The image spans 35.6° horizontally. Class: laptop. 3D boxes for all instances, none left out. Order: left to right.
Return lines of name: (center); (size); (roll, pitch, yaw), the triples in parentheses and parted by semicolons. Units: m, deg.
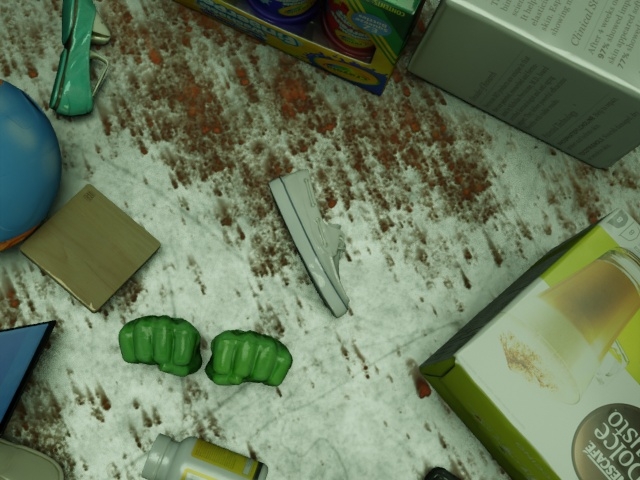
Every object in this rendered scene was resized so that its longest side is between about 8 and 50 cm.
laptop: (-0.580, 0.180, 1.506); (0.264, 0.136, 0.234); (29, 41, -15)

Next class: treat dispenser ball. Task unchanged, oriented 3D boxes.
treat dispenser ball: (-0.548, -0.117, 1.541); (0.288, 0.288, 0.288); (1, 80, -4)

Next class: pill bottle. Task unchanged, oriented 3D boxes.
pill bottle: (-0.182, 0.371, 1.573); (0.184, 0.103, 0.103); (21, 79, 0)

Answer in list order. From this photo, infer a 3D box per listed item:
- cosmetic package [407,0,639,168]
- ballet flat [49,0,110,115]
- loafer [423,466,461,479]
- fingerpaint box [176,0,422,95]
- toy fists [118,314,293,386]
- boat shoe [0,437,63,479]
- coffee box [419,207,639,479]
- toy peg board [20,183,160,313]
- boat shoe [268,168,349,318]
cosmetic package: (0.409, -0.376, 1.633); (0.394, 0.327, 0.329); (27, 79, 0)
ballet flat: (-0.404, -0.328, 1.703); (0.087, 0.083, 0.247); (10, 79, -27)
loafer: (0.255, 0.455, 1.606); (0.223, 0.076, 0.078); (35, 85, 7)
fingerpaint box: (-0.050, -0.440, 1.589); (0.445, 0.371, 0.163); (25, 79, 0)
toy fists: (-0.183, 0.177, 1.587); (0.279, 0.142, 0.096); (12, 80, -1)
boat shoe: (-0.557, 0.329, 1.553); (0.335, 0.095, 0.112); (31, 40, 3)
coffee box: (0.398, 0.208, 1.522); (0.334, 0.338, 0.337); (-40, 84, -9)
toy peg board: (-0.379, 0.022, 1.646); (0.161, 0.079, 0.160); (40, 64, 3)
boat shoe: (0.000, 0.000, 1.656); (0.084, 0.095, 0.258); (-25, 84, -3)
